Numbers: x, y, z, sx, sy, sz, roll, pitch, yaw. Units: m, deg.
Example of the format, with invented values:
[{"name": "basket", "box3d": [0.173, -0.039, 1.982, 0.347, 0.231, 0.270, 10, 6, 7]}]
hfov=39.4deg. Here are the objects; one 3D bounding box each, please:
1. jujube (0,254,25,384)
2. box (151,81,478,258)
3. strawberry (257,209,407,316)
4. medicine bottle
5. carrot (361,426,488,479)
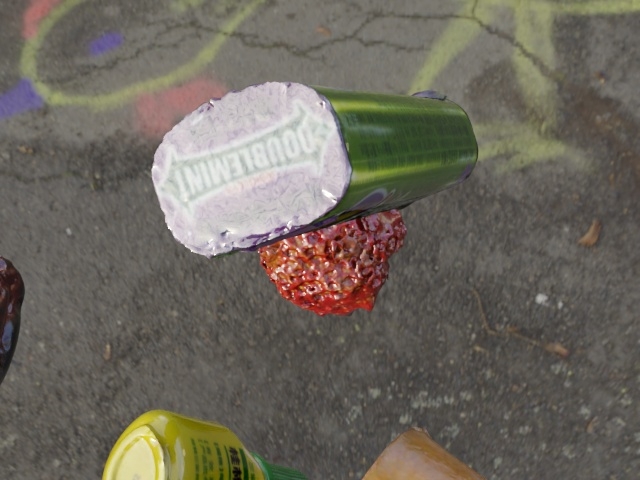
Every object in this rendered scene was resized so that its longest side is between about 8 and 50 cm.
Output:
[{"name": "jujube", "box3d": [-0.451, 0.114, 1.104, 0.168, 0.168, 0.236, 15, 50, 11]}, {"name": "box", "box3d": [0.020, -0.064, 0.685, 0.134, 0.345, 0.097, -21, 89, 24]}, {"name": "strawberry", "box3d": [0.000, 0.000, 1.109, 0.186, 0.201, 0.184, -22, 64, 37]}, {"name": "medicine bottle", "box3d": [-0.087, 0.222, 0.802, 0.076, 0.309, 0.111, 7, 76, 23]}, {"name": "carrot", "box3d": [0.150, 0.324, 0.875, 0.254, 0.196, 0.196, 27, 66, 31]}]
